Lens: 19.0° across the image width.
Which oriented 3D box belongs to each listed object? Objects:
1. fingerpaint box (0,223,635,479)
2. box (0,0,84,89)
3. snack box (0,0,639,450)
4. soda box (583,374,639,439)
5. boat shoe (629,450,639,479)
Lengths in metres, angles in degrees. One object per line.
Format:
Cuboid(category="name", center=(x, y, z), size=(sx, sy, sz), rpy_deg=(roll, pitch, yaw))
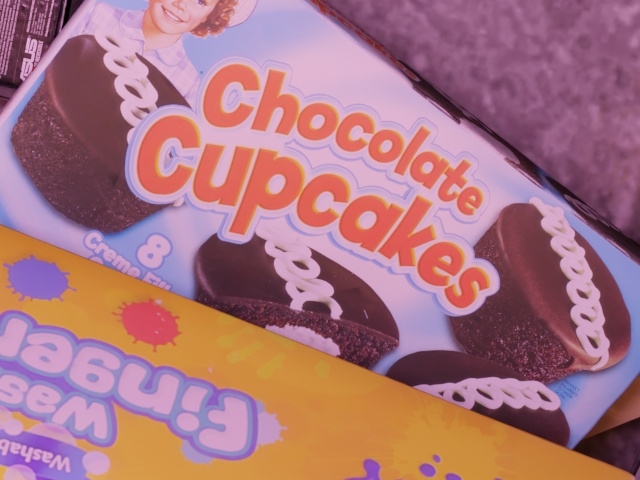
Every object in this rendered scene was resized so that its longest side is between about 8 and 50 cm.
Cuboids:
Cuboid(category="fingerpaint box", center=(-0.126, 0.196, 0.937), size=(0.444, 0.163, 0.371), rpy_deg=(21, 132, -1))
Cuboid(category="box", center=(-0.184, -0.179, 0.959), size=(0.147, 0.077, 0.180), rpy_deg=(13, 104, -1))
Cuboid(category="snack box", center=(0.000, 0.000, 0.936), size=(0.322, 0.060, 0.187), rpy_deg=(37, 103, -10))
Cuboid(category="soda box", center=(0.084, 0.089, 1.023), size=(0.181, 0.058, 0.061), rpy_deg=(-23, 102, 8))
Cuboid(category="boat shoe", center=(0.150, 0.216, 1.034), size=(0.119, 0.121, 0.335), rpy_deg=(33, 93, 3))
